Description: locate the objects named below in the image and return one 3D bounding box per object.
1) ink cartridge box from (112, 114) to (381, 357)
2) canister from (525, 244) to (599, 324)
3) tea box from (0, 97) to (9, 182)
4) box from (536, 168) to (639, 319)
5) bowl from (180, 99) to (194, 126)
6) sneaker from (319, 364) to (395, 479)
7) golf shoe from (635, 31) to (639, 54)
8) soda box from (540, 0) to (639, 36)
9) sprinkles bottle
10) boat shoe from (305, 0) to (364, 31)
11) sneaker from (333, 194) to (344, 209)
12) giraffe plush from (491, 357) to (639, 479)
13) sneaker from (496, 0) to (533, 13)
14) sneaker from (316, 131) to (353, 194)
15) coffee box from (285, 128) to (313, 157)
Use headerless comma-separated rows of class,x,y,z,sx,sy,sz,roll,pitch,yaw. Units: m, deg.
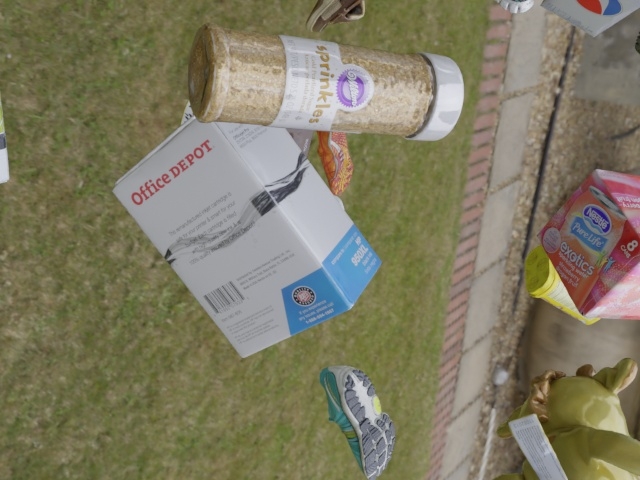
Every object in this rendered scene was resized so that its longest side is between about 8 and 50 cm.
ink cartridge box,-0.129,-0.026,1.195,0.394,0.286,0.166,54,37,-10
canister,0.543,0.100,1.498,0.073,0.170,0.126,-46,-158,43
tea box,-0.790,-0.249,1.236,0.329,0.220,0.323,-25,139,-39
box,0.486,0.016,0.953,0.300,0.154,0.142,6,138,-23
bowl,-0.217,-0.257,1.435,0.170,0.080,0.170,-60,169,-20
sneaker,0.077,0.376,1.422,0.107,0.110,0.275,-32,112,-38
golf shoe,0.608,-0.337,1.042,0.105,0.273,0.120,-8,77,-24
soda box,0.279,-0.258,0.606,0.073,0.069,0.216,-60,-178,0
sprinkles bottle,0.012,-0.200,0.886,0.356,0.121,0.121,0,109,-26
boat shoe,0.055,-0.610,1.758,0.123,0.342,0.123,28,77,-11
sneaker,0.000,0.000,1.798,0.126,0.091,0.240,161,-59,-76
giraffe plush,0.196,0.182,0.533,0.170,0.182,0.210,-43,124,-61
sneaker,0.266,-0.425,1.044,0.065,0.167,0.076,-54,171,-24
sneaker,0.028,-0.179,1.466,0.064,0.067,0.175,-31,132,-30
coffee box,-0.135,-0.348,1.858,0.119,0.297,0.168,-9,138,-25
